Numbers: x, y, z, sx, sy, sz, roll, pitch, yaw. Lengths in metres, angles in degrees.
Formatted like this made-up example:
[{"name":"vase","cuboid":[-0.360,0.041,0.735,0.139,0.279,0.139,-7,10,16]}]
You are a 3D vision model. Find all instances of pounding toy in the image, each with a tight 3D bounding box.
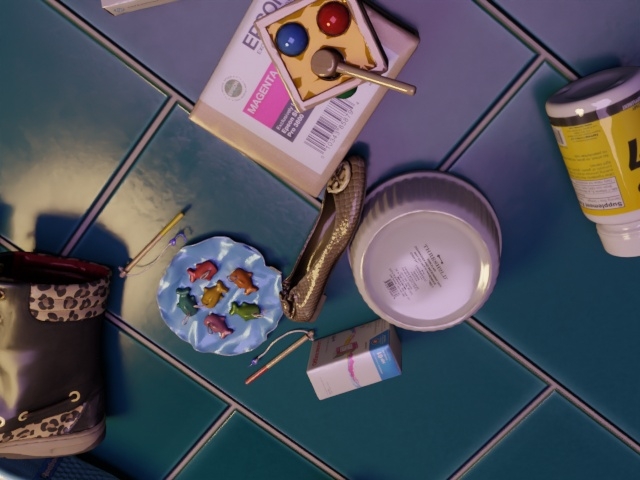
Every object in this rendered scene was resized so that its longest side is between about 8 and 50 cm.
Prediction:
[{"name":"pounding toy","cuboid":[0.018,-0.204,0.867,0.130,0.100,0.141,-24,106,13]}]

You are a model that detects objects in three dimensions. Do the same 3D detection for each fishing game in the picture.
[{"name":"fishing game","cuboid":[-0.140,0.086,1.119,0.189,0.041,0.264,-38,105,17]}]

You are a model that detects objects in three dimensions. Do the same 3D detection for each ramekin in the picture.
[{"name":"ramekin","cuboid":[0.136,0.020,1.031,0.207,0.109,0.207,2,111,4]}]

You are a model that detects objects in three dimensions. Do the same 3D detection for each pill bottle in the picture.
[{"name":"pill bottle","cuboid":[0.362,-0.093,0.961,0.119,0.119,0.208,-22,108,13]}]

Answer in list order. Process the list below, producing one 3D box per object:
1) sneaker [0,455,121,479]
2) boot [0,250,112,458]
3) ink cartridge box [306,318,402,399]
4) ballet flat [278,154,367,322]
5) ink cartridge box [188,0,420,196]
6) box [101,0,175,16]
[{"name":"sneaker","cuboid":[-0.457,0.409,1.230,0.319,0.127,0.208,35,115,-1]},{"name":"boot","cuboid":[-0.469,0.161,1.082,0.378,0.138,0.284,4,110,-24]},{"name":"ink cartridge box","cuboid":[0.047,0.163,1.104,0.123,0.088,0.052,-21,108,13]},{"name":"ballet flat","cuboid":[0.000,0.000,1.049,0.058,0.084,0.249,14,115,-16]},{"name":"ink cartridge box","cuboid":[-0.021,-0.202,0.973,0.193,0.088,0.234,30,111,-7]},{"name":"box","cuboid":[-0.173,-0.356,0.929,0.186,0.038,0.145,-9,87,10]}]
